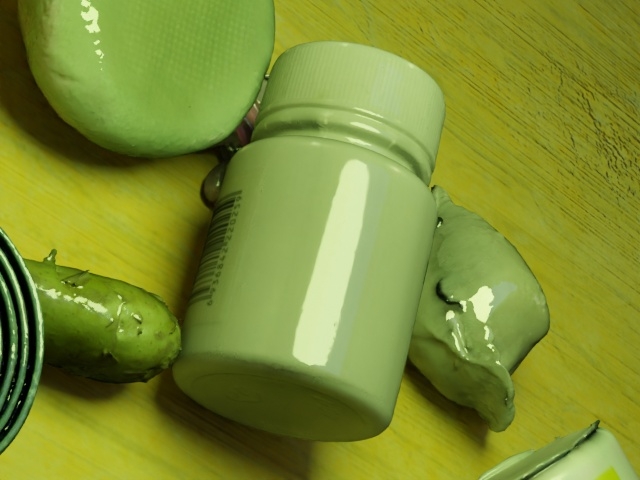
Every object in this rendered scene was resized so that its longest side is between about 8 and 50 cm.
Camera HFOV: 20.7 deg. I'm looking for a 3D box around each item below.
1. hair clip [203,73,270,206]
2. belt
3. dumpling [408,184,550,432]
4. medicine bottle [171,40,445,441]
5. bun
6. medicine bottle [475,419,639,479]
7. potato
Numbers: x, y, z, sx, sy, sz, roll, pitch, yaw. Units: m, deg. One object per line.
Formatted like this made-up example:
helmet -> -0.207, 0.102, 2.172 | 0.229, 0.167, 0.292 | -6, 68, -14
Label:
hair clip -> -0.031, -0.046, 1.810 | 0.300, 0.069, 0.173 | 52, 38, 4
belt -> -0.318, 0.085, 1.358 | 0.206, 0.116, 0.267 | -15, 82, -24
dumpling -> 0.173, 0.079, 1.890 | 0.243, 0.175, 0.227 | -67, 147, -30
medicine bottle -> 0.000, 0.000, 1.645 | 0.208, 0.208, 0.339 | 29, 63, -31
bun -> -0.189, -0.217, 1.677 | 0.293, 0.187, 0.293 | -1, 91, -45
medicine bottle -> 0.285, 0.389, 1.744 | 0.213, 0.213, 0.378 | -28, 87, -50
potato -> -0.224, 0.064, 1.511 | 0.226, 0.117, 0.090 | 20, 59, -24
